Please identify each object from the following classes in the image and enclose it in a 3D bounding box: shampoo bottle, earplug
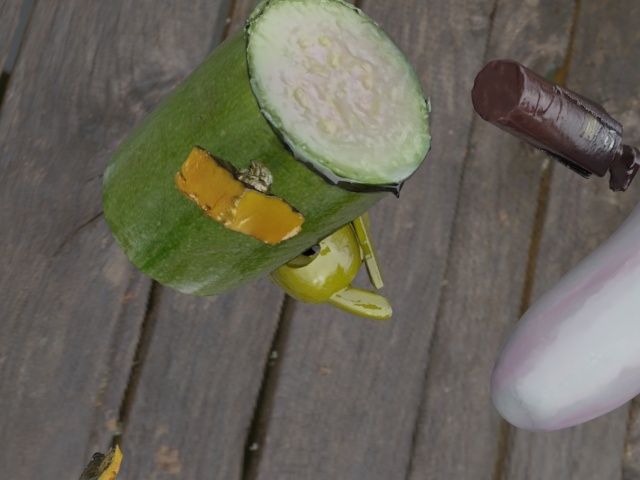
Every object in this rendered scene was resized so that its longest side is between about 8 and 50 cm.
[{"bbox_3d":[0.238,-0.106,0.993,0.236,0.067,0.068,17,114,-42],"label":"shampoo bottle"},{"bbox_3d":[0.292,0.084,1.026,0.301,0.172,0.172,-35,98,-20],"label":"earplug"}]

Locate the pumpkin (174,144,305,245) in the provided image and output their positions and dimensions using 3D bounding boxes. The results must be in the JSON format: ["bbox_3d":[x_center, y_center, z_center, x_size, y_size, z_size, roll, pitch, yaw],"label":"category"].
[{"bbox_3d":[-0.057,-0.035,0.774,0.054,0.074,0.083,-57,145,5],"label":"pumpkin"}]

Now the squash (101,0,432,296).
[{"bbox_3d":[-0.071,-0.107,1.257,0.263,0.384,0.263,15,62,-30],"label":"squash"}]

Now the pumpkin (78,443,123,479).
[{"bbox_3d":[-0.318,0.341,1.483,0.035,0.073,0.101,47,37,-20],"label":"pumpkin"}]

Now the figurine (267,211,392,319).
[{"bbox_3d":[-0.001,-0.005,1.632,0.218,0.169,0.326,43,29,-32],"label":"figurine"}]
